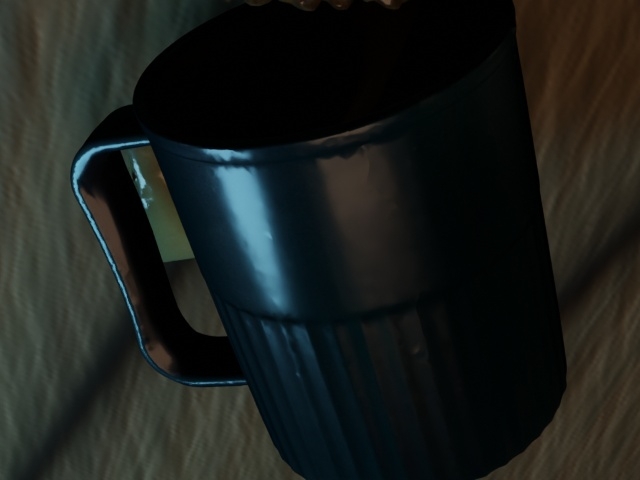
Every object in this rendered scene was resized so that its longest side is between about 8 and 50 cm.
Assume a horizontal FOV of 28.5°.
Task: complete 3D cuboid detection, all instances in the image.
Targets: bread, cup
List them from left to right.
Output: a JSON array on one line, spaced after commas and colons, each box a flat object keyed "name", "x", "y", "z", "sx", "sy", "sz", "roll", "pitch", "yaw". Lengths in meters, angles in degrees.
[{"name": "bread", "x": -0.059, "y": -0.047, "z": 0.987, "sx": 0.178, "sy": 0.060, "sz": 0.139, "roll": -9, "pitch": 137, "yaw": -4}, {"name": "cup", "x": 0.007, "y": 0.008, "z": 0.849, "sx": 0.308, "sy": 0.242, "sz": 0.292, "roll": -20, "pitch": 121, "yaw": -3}]

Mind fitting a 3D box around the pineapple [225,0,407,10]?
[{"name": "pineapple", "x": 0.080, "y": -0.233, "z": 0.727, "sx": 0.357, "sy": 0.223, "sz": 0.223, "roll": -1, "pitch": 137, "yaw": -27}]
